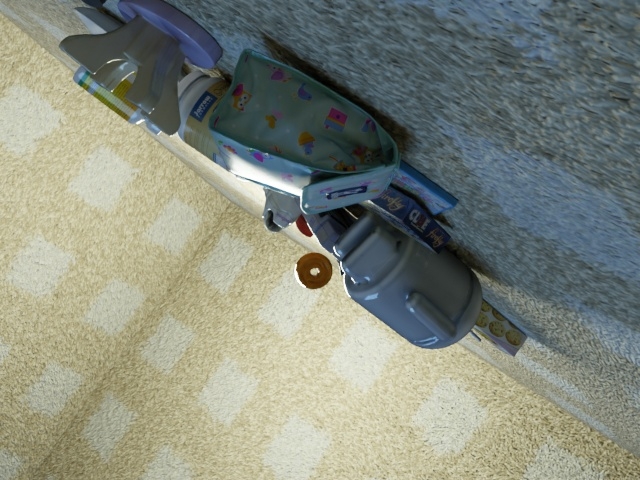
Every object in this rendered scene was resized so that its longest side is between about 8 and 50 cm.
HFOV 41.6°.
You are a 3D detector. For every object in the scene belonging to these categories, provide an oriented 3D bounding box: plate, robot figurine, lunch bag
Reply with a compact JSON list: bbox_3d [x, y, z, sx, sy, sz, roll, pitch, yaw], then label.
[{"bbox_3d":[-0.383,-0.397,1.855,0.277,0.045,0.278,35,175,9],"label":"plate"},{"bbox_3d":[0.189,0.090,1.711,0.353,0.200,0.300,38,-161,-27],"label":"robot figurine"},{"bbox_3d":[-0.013,-0.137,1.237,0.262,0.160,0.223,24,171,4],"label":"lunch bag"}]

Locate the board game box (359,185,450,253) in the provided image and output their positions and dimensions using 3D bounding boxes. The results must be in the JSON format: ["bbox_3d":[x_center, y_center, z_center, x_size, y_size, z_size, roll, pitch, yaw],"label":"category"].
[{"bbox_3d":[0.106,-0.075,1.523,0.243,0.042,0.165,35,180,37],"label":"board game box"}]

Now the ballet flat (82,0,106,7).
[{"bbox_3d":[-0.428,-0.481,1.367,0.084,0.058,0.250,12,157,40],"label":"ballet flat"}]

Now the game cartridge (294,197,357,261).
[{"bbox_3d":[0.050,-0.023,1.948,0.230,0.068,0.355,42,-171,-28],"label":"game cartridge"}]

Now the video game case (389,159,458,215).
[{"bbox_3d":[0.155,-0.085,1.379,0.119,0.015,0.166,36,175,-2],"label":"video game case"}]

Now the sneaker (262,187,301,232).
[{"bbox_3d":[-0.116,-0.103,2.223,0.114,0.152,0.305,35,177,-15],"label":"sneaker"}]

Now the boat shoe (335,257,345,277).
[{"bbox_3d":[0.062,0.069,1.888,0.049,0.040,0.142,32,-166,-46],"label":"boat shoe"}]

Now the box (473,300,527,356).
[{"bbox_3d":[0.373,0.172,2.041,0.324,0.067,0.063,39,173,-27],"label":"box"}]

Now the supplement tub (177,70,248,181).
[{"bbox_3d":[-0.180,-0.219,1.600,0.200,0.144,0.144,34,175,12],"label":"supplement tub"}]

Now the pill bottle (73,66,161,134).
[{"bbox_3d":[-0.404,-0.320,1.781,0.208,0.117,0.117,37,175,-17],"label":"pill bottle"}]

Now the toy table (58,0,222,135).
[{"bbox_3d":[-0.303,-0.314,1.458,0.252,0.161,0.274,38,175,-27],"label":"toy table"}]

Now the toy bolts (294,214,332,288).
[{"bbox_3d":[0.000,0.000,2.284,0.228,0.218,0.158,55,-177,-11],"label":"toy bolts"}]
